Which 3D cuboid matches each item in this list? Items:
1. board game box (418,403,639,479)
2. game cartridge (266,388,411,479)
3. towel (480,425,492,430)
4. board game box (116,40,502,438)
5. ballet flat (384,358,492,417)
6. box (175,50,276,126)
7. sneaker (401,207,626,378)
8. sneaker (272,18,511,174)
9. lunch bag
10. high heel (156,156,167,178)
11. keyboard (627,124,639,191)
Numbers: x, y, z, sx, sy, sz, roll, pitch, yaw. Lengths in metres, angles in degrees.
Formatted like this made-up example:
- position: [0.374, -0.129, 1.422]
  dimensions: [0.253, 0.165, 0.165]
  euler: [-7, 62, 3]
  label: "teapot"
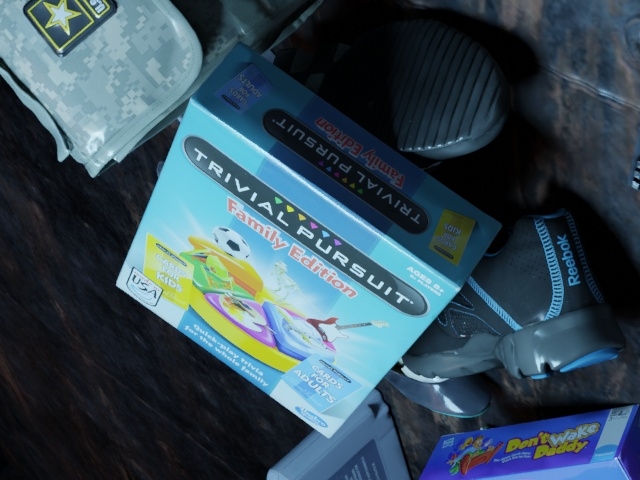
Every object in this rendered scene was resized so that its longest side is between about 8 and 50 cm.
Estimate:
- position: [0.285, 0.336, 1.486]
  dimensions: [0.233, 0.078, 0.347]
  euler: [-15, 117, 37]
  label: "board game box"
- position: [0.029, 0.339, 1.882]
  dimensions: [0.060, 0.196, 0.294]
  euler: [28, 149, 36]
  label: "game cartridge"
- position: [0.234, 0.267, 1.598]
  dimensions: [0.152, 0.023, 0.113]
  euler: [5, 108, 54]
  label: "towel"
- position: [-0.027, 0.016, 1.261]
  dimensions: [0.254, 0.079, 0.336]
  euler: [35, 148, 2]
  label: "board game box"
- position: [0.101, 0.131, 1.603]
  dimensions: [0.203, 0.074, 0.074]
  euler: [25, 148, 46]
  label: "ballet flat"
- position: [-0.144, -0.205, 1.510]
  dimensions: [0.231, 0.056, 0.183]
  euler: [48, 156, -2]
  label: "box"
- position: [0.166, 0.052, 1.352]
  dimensions: [0.341, 0.125, 0.139]
  euler: [162, 95, -67]
  label: "sneaker"
- position: [0.067, -0.102, 1.265]
  dimensions: [0.146, 0.122, 0.330]
  euler: [33, 165, -34]
  label: "sneaker"
- position: [-0.161, -0.220, 1.230]
  dimensions: [0.235, 0.287, 0.169]
  euler: [50, 157, -2]
  label: "lunch bag"
- position: [-0.103, 0.016, 1.726]
  dimensions: [0.186, 0.093, 0.261]
  euler: [7, 126, 65]
  label: "high heel"
- position: [0.307, -0.013, 1.087]
  dimensions: [0.180, 0.023, 0.108]
  euler: [36, 154, 27]
  label: "keyboard"
